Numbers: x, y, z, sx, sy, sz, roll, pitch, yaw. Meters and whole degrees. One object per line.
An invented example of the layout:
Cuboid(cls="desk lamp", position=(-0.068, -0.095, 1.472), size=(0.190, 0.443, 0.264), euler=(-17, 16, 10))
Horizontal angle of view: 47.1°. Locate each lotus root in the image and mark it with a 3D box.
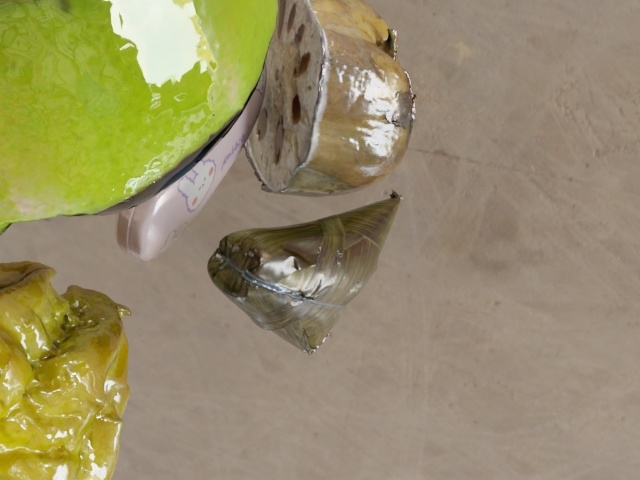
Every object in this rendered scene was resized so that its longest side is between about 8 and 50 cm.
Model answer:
Cuboid(cls="lotus root", position=(0.017, -0.191, 0.926), size=(0.191, 0.272, 0.272), euler=(2, 139, -19))

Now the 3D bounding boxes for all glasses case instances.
Cuboid(cls="glasses case", position=(-0.140, -0.105, 0.836), size=(0.075, 0.297, 0.113), euler=(24, 146, 5))

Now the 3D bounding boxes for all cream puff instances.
Cuboid(cls="cream puff", position=(-0.341, 0.142, 0.733), size=(0.324, 0.291, 0.257), euler=(33, 90, -19))

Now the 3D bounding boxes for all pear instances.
Cuboid(cls="pear", position=(-0.207, -0.213, 0.461), size=(0.398, 0.399, 0.165), euler=(19, 159, -2))

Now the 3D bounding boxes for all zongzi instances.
Cuboid(cls="zongzi", position=(0.000, 0.000, 0.842), size=(0.112, 0.242, 0.221), euler=(38, 175, 27))
